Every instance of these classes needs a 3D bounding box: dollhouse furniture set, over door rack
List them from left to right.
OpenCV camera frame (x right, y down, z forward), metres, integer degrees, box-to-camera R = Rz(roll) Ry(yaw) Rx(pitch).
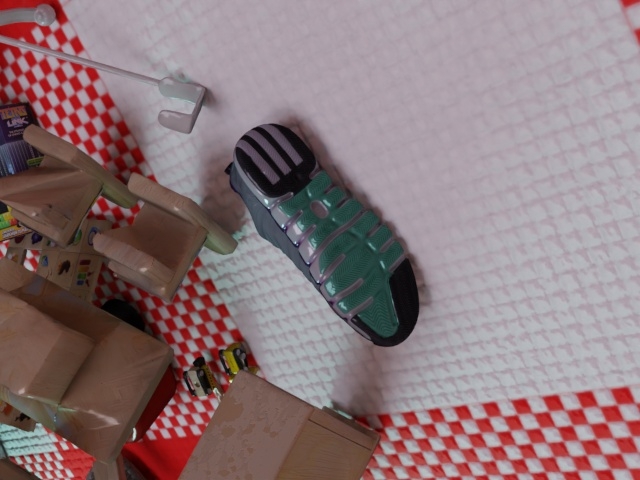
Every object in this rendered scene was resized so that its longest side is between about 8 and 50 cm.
[{"bbox_3d":[-0.220,-0.263,0.744,0.324,0.108,0.239,23,130,6],"label":"over door rack"},{"bbox_3d":[-0.173,0.155,0.818,0.394,0.362,0.256,24,168,23],"label":"dollhouse furniture set"}]

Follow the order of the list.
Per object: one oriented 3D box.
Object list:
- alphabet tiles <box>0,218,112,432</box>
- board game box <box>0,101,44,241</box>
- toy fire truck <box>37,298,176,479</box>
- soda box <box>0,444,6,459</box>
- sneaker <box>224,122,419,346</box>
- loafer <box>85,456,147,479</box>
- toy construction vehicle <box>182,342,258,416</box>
[{"bbox_3d":[-0.323,0.088,0.966,0.198,0.009,0.237,3,76,42],"label":"alphabet tiles"},{"bbox_3d":[-0.377,-0.069,0.988,0.170,0.048,0.141,-12,99,40],"label":"board game box"},{"bbox_3d":[-0.260,0.225,1.041,0.217,0.158,0.246,-20,115,41],"label":"toy fire truck"},{"bbox_3d":[-0.645,0.347,1.423,0.286,0.091,0.098,1,116,36],"label":"soda box"},{"bbox_3d":[0.000,0.000,0.764,0.223,0.083,0.098,54,157,0],"label":"sneaker"},{"bbox_3d":[-0.222,0.400,1.158,0.251,0.094,0.087,53,159,10],"label":"loafer"},{"bbox_3d":[-0.102,0.158,0.952,0.086,0.035,0.098,-11,112,29],"label":"toy construction vehicle"}]
